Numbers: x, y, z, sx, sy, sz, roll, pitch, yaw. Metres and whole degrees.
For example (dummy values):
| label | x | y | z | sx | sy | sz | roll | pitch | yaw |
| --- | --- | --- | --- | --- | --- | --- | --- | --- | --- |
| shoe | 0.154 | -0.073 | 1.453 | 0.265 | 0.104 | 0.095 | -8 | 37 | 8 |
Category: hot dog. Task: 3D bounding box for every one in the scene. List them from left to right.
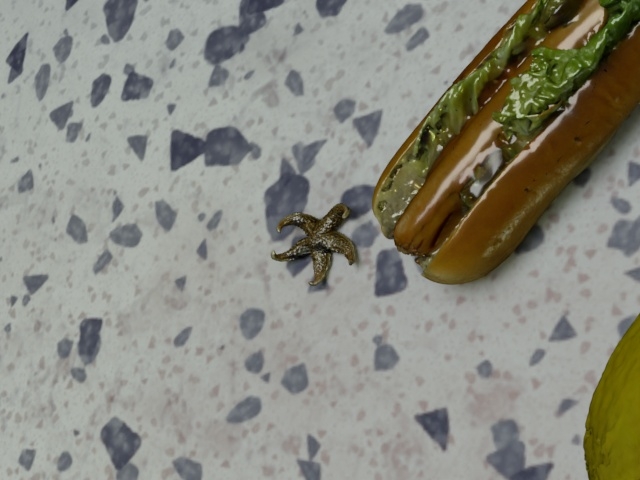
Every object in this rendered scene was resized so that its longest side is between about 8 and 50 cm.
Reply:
| label | x | y | z | sx | sy | sz | roll | pitch | yaw |
| --- | --- | --- | --- | --- | --- | --- | --- | --- | --- |
| hot dog | 0.169 | -0.116 | 0.936 | 0.337 | 0.100 | 0.135 | -49 | 52 | 13 |

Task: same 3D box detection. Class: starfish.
| label | x | y | z | sx | sy | sz | roll | pitch | yaw |
| --- | --- | --- | --- | --- | --- | --- | --- | --- | --- |
| starfish | 0.000 | 0.000 | 1.066 | 0.091 | 0.028 | 0.078 | 28 | 97 | 37 |

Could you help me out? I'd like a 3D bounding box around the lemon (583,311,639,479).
| label | x | y | z | sx | sy | sz | roll | pitch | yaw |
| --- | --- | --- | --- | --- | --- | --- | --- | --- | --- |
| lemon | 0.280 | 0.119 | 0.677 | 0.267 | 0.267 | 0.267 | -13 | 66 | 32 |
